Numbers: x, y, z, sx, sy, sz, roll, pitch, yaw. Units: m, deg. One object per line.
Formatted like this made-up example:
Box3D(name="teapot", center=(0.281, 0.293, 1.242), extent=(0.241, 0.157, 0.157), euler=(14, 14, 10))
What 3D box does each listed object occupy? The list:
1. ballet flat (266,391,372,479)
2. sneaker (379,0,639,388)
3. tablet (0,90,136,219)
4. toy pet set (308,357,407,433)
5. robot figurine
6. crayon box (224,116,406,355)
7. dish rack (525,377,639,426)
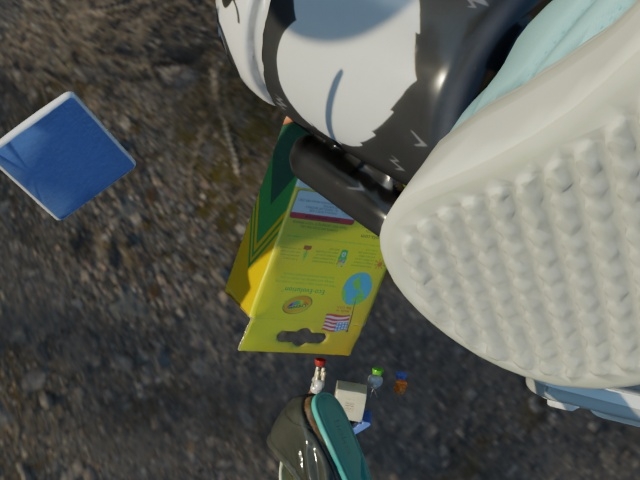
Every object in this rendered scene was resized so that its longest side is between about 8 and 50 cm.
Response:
Box3D(name="ballet flat", center=(0.029, 0.283, 1.344), extent=(0.096, 0.280, 0.095), euler=(-38, 154, 24))
Box3D(name="sneaker", center=(0.148, -0.063, 0.362), extent=(0.135, 0.366, 0.150), euler=(41, 64, -18))
Box3D(name="tablet", center=(-0.134, -0.043, 0.723), extent=(0.054, 0.006, 0.083), euler=(-36, 151, 0))
Box3D(name="toy pet set", center=(0.045, 0.205, 1.760), extent=(0.122, 0.114, 0.065), euler=(10, 104, 0))
Box3D(name="robot figurine", center=(0.061, -0.125, 0.857), extent=(0.209, 0.278, 0.173), euler=(-51, 149, -10))
Box3D(name="crayon box", center=(0.000, 0.000, 1.883), extent=(0.202, 0.081, 0.318), euler=(8, 111, -37))
Box3D(name="dish rack", center=(0.400, 0.145, 1.711), extent=(0.286, 0.333, 0.072), euler=(13, 113, 15))
